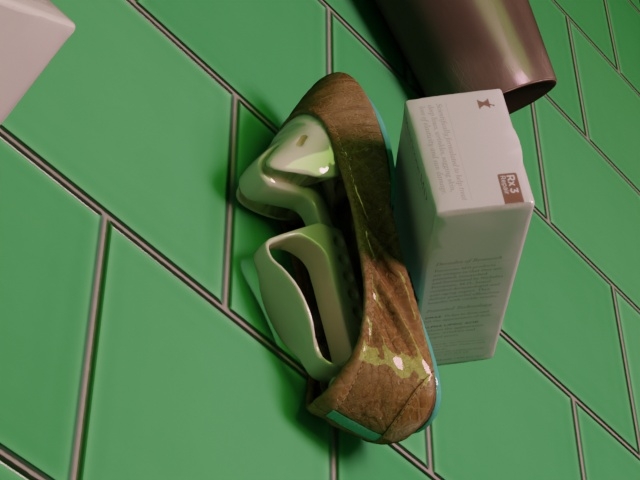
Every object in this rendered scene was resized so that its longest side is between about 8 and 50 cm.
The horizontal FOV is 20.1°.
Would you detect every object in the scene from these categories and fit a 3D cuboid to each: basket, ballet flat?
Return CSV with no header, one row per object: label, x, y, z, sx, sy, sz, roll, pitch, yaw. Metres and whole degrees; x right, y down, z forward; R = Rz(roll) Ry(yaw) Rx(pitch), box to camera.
basket,0.138,-0.237,1.831,0.204,0.154,0.227,-5,71,-60
ballet flat,0.000,0.000,1.411,0.124,0.116,0.342,10,56,-33

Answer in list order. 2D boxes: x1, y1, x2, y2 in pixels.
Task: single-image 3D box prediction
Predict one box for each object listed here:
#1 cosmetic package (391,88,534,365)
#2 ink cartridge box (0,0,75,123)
cosmetic package,0.105,-0.004,1.451,0.231,0.085,0.117,93,-13,-54
ink cartridge box,-0.291,-0.165,0.899,0.283,0.117,0.207,42,10,14
